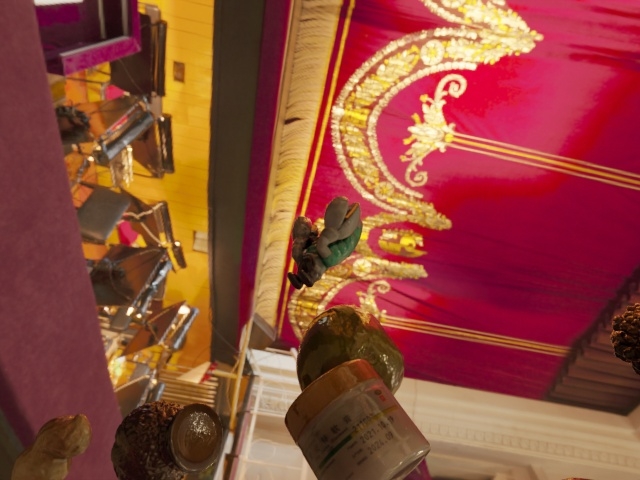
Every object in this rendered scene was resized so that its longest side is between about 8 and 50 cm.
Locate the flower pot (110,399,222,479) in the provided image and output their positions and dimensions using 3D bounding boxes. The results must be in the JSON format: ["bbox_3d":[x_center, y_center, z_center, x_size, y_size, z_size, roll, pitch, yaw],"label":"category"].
[{"bbox_3d":[-0.459,0.621,1.294,0.267,0.266,0.267,-27,-143,32],"label":"flower pot"}]

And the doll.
[{"bbox_3d":[0.018,-0.007,0.983,0.153,0.194,0.258,61,17,-19],"label":"doll"}]

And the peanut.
[{"bbox_3d":[-0.531,0.423,0.835,0.228,0.104,0.085,-50,155,13],"label":"peanut"}]

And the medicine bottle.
[{"bbox_3d":[0.076,0.420,0.904,0.232,0.237,0.238,49,-38,34],"label":"medicine bottle"}]

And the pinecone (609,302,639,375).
[{"bbox_3d":[0.679,0.208,0.847,0.173,0.173,0.174,-169,-90,-87],"label":"pinecone"}]

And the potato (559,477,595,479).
[{"bbox_3d":[0.562,0.567,0.761,0.202,0.351,0.218,-47,-173,2],"label":"potato"}]

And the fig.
[{"bbox_3d":[0.076,0.356,1.283,0.343,0.342,0.344,-169,-90,-87],"label":"fig"}]
